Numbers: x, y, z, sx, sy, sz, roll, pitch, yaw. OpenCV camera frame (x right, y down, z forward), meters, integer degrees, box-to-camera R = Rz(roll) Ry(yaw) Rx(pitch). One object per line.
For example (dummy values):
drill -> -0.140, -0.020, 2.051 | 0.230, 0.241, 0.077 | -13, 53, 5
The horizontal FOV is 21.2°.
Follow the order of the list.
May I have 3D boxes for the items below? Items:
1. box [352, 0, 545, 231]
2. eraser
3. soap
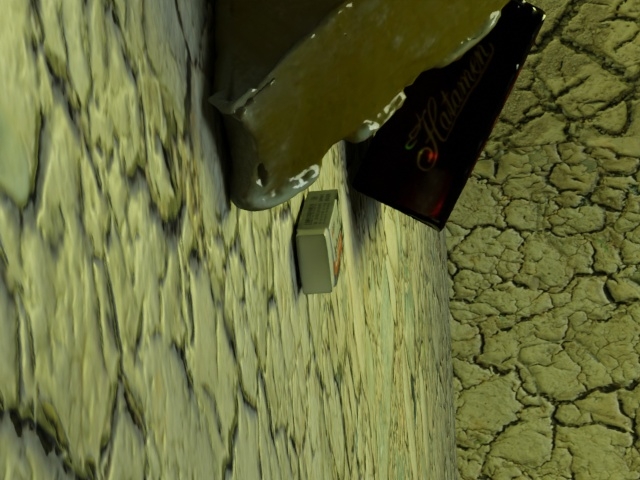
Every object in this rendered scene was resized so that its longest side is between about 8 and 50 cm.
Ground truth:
box -> 0.150, -0.169, 1.970 | 0.264, 0.116, 0.415 | -63, 179, 8
eraser -> 0.000, 0.000, 1.367 | 0.122, 0.029, 0.052 | -77, 160, -72
soap -> -0.045, -0.223, 1.126 | 0.339, 0.304, 0.169 | 40, -16, 35
